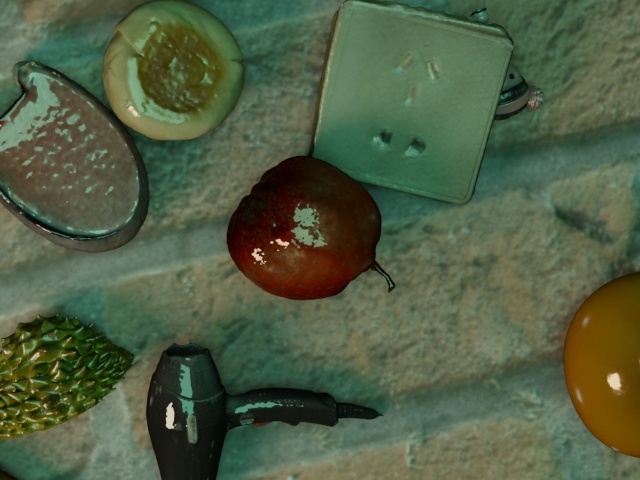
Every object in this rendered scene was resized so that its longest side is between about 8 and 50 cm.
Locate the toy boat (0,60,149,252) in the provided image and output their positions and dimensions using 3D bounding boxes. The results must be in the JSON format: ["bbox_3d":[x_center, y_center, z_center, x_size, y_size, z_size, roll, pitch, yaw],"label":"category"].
[{"bbox_3d":[-0.283,-0.083,1.848,0.227,0.085,0.155,45,82,4],"label":"toy boat"}]

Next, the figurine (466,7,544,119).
[{"bbox_3d":[0.196,-0.196,1.886,0.072,0.054,0.129,-24,90,-17],"label":"figurine"}]

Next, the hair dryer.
[{"bbox_3d":[-0.058,0.225,1.892,0.272,0.091,0.235,-4,105,-9],"label":"hair dryer"}]

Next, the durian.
[{"bbox_3d":[-0.306,0.142,1.837,0.187,0.119,0.108,-26,101,-1],"label":"durian"}]

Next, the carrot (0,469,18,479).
[{"bbox_3d":[-0.293,0.334,1.886,0.314,0.066,0.066,33,92,-8],"label":"carrot"}]

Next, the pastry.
[{"bbox_3d":[-0.161,-0.184,1.829,0.156,0.092,0.156,-1,96,-11],"label":"pastry"}]

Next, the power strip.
[{"bbox_3d":[0.095,-0.160,1.867,0.198,0.064,0.213,14,109,0],"label":"power strip"}]

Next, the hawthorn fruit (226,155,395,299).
[{"bbox_3d":[0.000,0.000,1.834,0.194,0.157,0.157,28,93,-9],"label":"hawthorn fruit"}]

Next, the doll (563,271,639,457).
[{"bbox_3d":[0.369,0.142,1.839,0.214,0.236,0.213,0,96,1],"label":"doll"}]
